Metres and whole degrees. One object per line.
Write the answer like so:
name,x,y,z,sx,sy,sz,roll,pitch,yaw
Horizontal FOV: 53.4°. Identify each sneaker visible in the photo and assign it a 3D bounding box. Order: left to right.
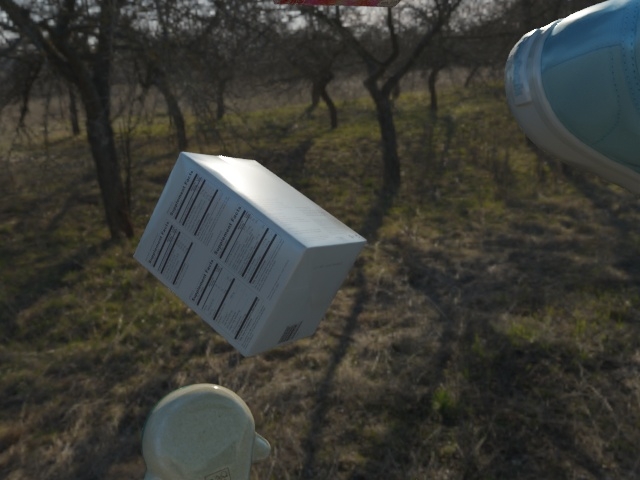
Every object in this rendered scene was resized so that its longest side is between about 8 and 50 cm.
sneaker,0.325,-0.083,0.484,0.366,0.135,0.150,9,-5,-24

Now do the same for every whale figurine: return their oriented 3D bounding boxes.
whale figurine,-0.185,0.364,1.010,0.216,0.272,0.141,-15,-3,-30

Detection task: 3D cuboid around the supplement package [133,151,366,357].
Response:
supplement package,-0.111,0.014,1.015,0.262,0.198,0.199,37,19,23

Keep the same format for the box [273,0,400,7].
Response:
box,0.055,-0.338,0.576,0.154,0.142,0.300,-6,-1,-20
